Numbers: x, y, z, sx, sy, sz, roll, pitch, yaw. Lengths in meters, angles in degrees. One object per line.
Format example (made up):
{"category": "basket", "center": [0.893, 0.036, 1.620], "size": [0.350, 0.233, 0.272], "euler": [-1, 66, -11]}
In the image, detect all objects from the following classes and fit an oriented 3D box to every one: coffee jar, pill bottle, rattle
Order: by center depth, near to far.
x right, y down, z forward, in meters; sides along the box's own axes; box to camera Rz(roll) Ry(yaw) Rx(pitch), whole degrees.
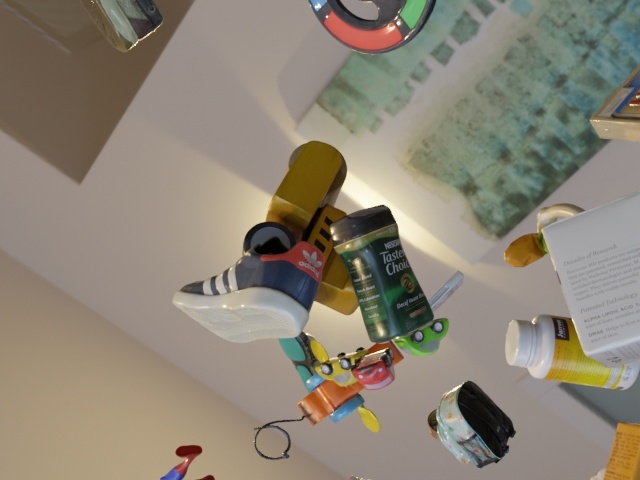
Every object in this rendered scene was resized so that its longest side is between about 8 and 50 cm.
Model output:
{"category": "coffee jar", "center": [0.084, 0.044, 1.006], "size": [0.096, 0.079, 0.184], "euler": [-21, -92, -40]}
{"category": "pill bottle", "center": [0.450, 0.197, 1.289], "size": [0.215, 0.117, 0.117], "euler": [8, -145, 0]}
{"category": "rattle", "center": [0.467, 0.005, 1.323], "size": [0.143, 0.130, 0.200], "euler": [-7, -161, -39]}

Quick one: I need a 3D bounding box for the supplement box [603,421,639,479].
{"category": "supplement box", "center": [0.390, 0.349, 0.887], "size": [0.078, 0.233, 0.080], "euler": [20, 167, 1]}

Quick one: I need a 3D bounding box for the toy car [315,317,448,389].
{"category": "toy car", "center": [0.124, 0.191, 1.196], "size": [0.225, 0.239, 0.053], "euler": [-21, -91, -20]}

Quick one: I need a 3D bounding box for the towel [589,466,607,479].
{"category": "towel", "center": [0.594, 0.635, 1.423], "size": [0.053, 0.332, 0.316], "euler": [24, -150, -33]}

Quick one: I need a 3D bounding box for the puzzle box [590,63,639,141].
{"category": "puzzle box", "center": [0.708, -0.328, 1.267], "size": [0.052, 0.409, 0.272], "euler": [47, 170, -26]}

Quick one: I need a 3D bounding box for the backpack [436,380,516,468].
{"category": "backpack", "center": [0.380, 0.461, 1.817], "size": [0.188, 0.144, 0.166], "euler": [54, -142, -4]}

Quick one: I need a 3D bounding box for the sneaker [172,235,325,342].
{"category": "sneaker", "center": [-0.111, 0.073, 1.151], "size": [0.131, 0.350, 0.148], "euler": [40, -117, -29]}

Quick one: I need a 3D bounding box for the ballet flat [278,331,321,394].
{"category": "ballet flat", "center": [-0.029, 0.226, 1.425], "size": [0.070, 0.070, 0.188], "euler": [-74, -34, -58]}

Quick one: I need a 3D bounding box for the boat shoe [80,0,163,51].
{"category": "boat shoe", "center": [-0.243, -0.314, 0.758], "size": [0.080, 0.073, 0.223], "euler": [20, 143, 52]}

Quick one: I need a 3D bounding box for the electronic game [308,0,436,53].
{"category": "electronic game", "center": [0.059, -0.359, 0.937], "size": [0.048, 0.229, 0.229], "euler": [-31, -105, -40]}

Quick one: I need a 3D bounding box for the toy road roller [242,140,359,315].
{"category": "toy road roller", "center": [0.000, 0.000, 1.370], "size": [0.241, 0.202, 0.329], "euler": [25, -114, 1]}

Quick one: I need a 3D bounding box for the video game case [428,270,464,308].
{"category": "video game case", "center": [0.235, 0.123, 1.453], "size": [0.019, 0.143, 0.157], "euler": [45, -178, 13]}

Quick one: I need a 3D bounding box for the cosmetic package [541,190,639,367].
{"category": "cosmetic package", "center": [0.413, 0.056, 0.960], "size": [0.151, 0.152, 0.183], "euler": [28, -136, -54]}

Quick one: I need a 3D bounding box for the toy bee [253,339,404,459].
{"category": "toy bee", "center": [0.013, 0.281, 1.345], "size": [0.162, 0.299, 0.195], "euler": [90, 165, -77]}

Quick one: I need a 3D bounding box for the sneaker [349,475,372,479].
{"category": "sneaker", "center": [0.091, 0.520, 1.355], "size": [0.075, 0.063, 0.170], "euler": [-2, -146, 1]}

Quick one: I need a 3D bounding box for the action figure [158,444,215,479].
{"category": "action figure", "center": [-0.301, 0.444, 1.176], "size": [0.139, 0.280, 0.091], "euler": [0, -131, -42]}

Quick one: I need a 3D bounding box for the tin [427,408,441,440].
{"category": "tin", "center": [0.388, 0.497, 1.968], "size": [0.190, 0.040, 0.106], "euler": [-10, -146, -5]}
